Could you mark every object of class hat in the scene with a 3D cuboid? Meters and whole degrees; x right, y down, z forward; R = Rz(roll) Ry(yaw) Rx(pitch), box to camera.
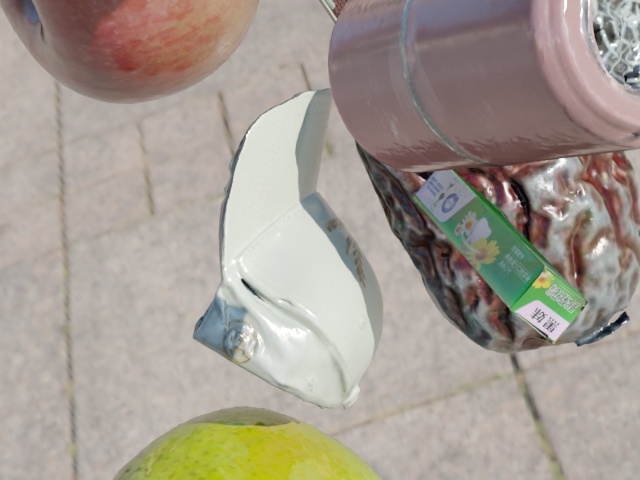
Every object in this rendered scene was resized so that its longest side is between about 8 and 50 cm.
[{"bbox_3d":[-0.007,0.003,1.510,0.168,0.301,0.258,12,6,3],"label":"hat"}]

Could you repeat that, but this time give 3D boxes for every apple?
[{"bbox_3d":[-0.186,-0.299,1.518,0.269,0.345,0.345,-30,38,-17],"label":"apple"}]

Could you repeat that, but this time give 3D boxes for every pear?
[{"bbox_3d":[-0.081,0.354,1.598,0.391,0.391,0.391,-12,37,9],"label":"pear"}]

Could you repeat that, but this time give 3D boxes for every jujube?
[{"bbox_3d":[0.163,-0.055,1.386,0.226,0.317,0.226,-27,5,2],"label":"jujube"}]

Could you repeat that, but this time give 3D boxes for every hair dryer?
[{"bbox_3d":[0.093,-0.216,0.836,0.125,0.353,0.210,-10,4,-30],"label":"hair dryer"}]

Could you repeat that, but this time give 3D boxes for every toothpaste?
[{"bbox_3d":[0.112,0.004,1.000,0.037,0.043,0.178,-52,28,9],"label":"toothpaste"}]

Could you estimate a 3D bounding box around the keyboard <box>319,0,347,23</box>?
[{"bbox_3d":[0.026,-0.302,1.967,0.017,0.166,0.055,-8,45,35],"label":"keyboard"}]
